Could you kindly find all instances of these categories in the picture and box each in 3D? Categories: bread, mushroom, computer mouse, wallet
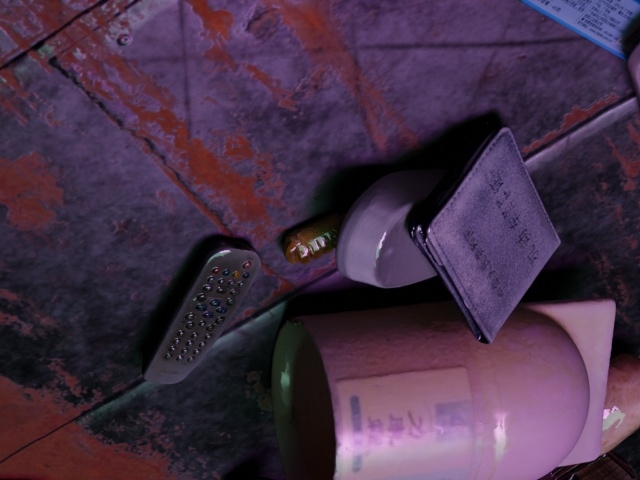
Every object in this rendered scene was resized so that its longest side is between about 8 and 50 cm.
[{"bbox_3d":[0.000,0.000,1.737,0.088,0.033,0.049,-24,147,1],"label":"bread"},{"bbox_3d":[0.371,0.214,2.086,0.166,0.127,0.166,-29,162,-10],"label":"mushroom"},{"bbox_3d":[0.105,-0.020,1.729,0.231,0.079,0.128,-11,128,-42],"label":"computer mouse"},{"bbox_3d":[0.351,0.387,2.336,0.230,0.042,0.124,-32,142,16],"label":"wallet"},{"bbox_3d":[0.186,-0.008,1.723,0.167,0.036,0.222,-52,135,-21],"label":"wallet"}]

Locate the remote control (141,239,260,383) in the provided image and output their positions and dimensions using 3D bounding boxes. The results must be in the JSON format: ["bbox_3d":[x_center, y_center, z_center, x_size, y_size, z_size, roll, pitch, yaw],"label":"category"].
[{"bbox_3d":[-0.139,0.083,1.760,0.072,0.042,0.222,9,131,-33],"label":"remote control"}]

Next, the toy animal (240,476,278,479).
[{"bbox_3d":[-0.070,0.385,2.079,0.179,0.116,0.218,-23,147,0],"label":"toy animal"}]

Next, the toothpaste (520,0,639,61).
[{"bbox_3d":[0.261,-0.249,1.558,0.267,0.050,0.065,20,126,-39],"label":"toothpaste"}]

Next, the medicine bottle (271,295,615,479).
[{"bbox_3d":[0.164,0.188,1.867,0.406,0.235,0.235,-5,138,-19],"label":"medicine bottle"}]

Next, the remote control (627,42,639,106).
[{"bbox_3d":[0.371,-0.173,1.658,0.077,0.022,0.245,-34,159,7],"label":"remote control"}]
